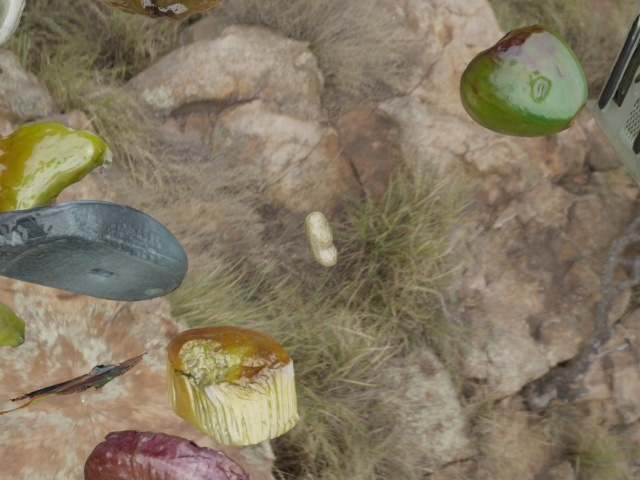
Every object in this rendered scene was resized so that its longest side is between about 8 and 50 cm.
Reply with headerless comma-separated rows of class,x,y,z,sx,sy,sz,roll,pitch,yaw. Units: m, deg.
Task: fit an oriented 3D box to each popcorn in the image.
popcorn,-0.426,-0.028,0.857,0.290,0.321,0.326,-1,66,-58

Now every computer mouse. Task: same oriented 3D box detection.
computer mouse,-0.212,0.000,0.724,0.113,0.229,0.068,-24,65,22

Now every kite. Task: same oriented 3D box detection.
kite,-0.222,0.128,0.716,0.159,0.190,0.010,-23,94,-45

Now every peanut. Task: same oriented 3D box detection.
peanut,0.000,0.000,1.006,0.037,0.037,0.083,-38,134,-20

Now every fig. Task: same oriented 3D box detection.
fig,0.318,-0.240,1.232,0.181,0.181,0.191,-39,66,-20

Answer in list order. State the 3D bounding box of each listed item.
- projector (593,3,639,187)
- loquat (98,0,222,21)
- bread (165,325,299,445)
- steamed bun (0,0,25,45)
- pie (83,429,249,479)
projector,0.378,-0.108,0.674,0.242,0.177,0.163,14,117,0
loquat,-0.210,-0.456,1.050,0.328,0.328,0.329,3,78,-16
bread,-0.142,0.210,1.230,0.179,0.250,0.133,-6,103,-25
steamed bun,-0.553,-0.323,1.076,0.275,0.320,0.206,10,108,0
pie,-0.148,0.269,0.837,0.204,0.219,0.054,14,51,12
